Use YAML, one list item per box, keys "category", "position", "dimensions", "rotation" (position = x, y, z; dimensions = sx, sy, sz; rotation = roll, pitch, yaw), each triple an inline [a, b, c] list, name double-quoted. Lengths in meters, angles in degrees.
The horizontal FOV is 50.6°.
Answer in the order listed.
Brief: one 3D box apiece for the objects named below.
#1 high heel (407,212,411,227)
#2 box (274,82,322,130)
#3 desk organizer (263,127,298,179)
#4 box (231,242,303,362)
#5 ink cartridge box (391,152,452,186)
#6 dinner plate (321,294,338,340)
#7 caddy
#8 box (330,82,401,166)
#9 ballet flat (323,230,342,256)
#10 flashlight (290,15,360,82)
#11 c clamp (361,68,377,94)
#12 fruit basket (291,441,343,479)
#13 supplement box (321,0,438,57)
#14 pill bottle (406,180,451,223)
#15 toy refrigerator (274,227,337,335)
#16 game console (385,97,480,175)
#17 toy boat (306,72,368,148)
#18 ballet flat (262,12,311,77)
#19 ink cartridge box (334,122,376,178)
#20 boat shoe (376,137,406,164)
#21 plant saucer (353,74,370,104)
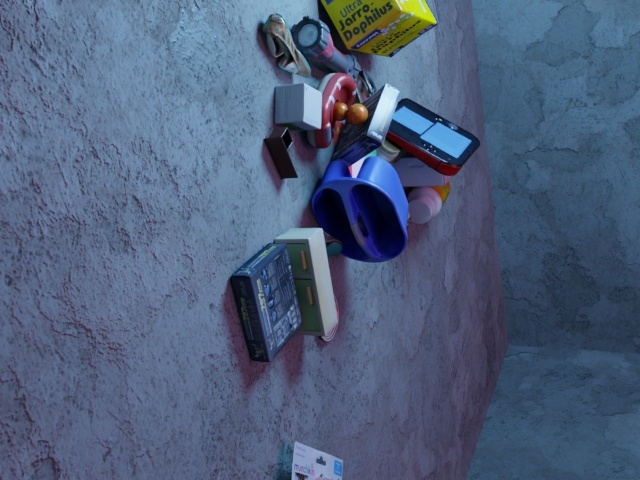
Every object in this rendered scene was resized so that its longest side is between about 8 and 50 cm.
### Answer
- category: "high heel"
  position: [0.229, -0.053, 2.342]
  dimensions: [0.186, 0.093, 0.261]
  rotation: [-55, 148, -23]
- category: "box"
  position: [-0.056, -0.341, 1.738]
  dimensions: [0.101, 0.087, 0.102]
  rotation: [8, 82, -63]
- category: "desk organizer"
  position: [-0.091, -0.219, 1.707]
  dimensions: [0.047, 0.050, 0.130]
  rotation: [-64, 144, -41]
- category: "box"
  position: [-0.123, 0.146, 1.628]
  dimensions: [0.183, 0.059, 0.232]
  rotation: [-46, 131, -55]
- category: "ink cartridge box"
  position: [0.398, -0.292, 2.522]
  dimensions: [0.273, 0.198, 0.115]
  rotation: [-41, 127, -56]
- category: "dinner plate"
  position: [0.018, 0.219, 1.957]
  dimensions: [0.141, 0.017, 0.141]
  rotation: [0, 90, -63]
- category: "caddy"
  position: [0.117, -0.075, 1.918]
  dimensions: [0.341, 0.241, 0.179]
  rotation: [62, 31, -42]
- category: "box"
  position: [0.126, -0.322, 1.945]
  dimensions: [0.056, 0.231, 0.183]
  rotation: [29, 66, -18]
- category: "ballet flat"
  position: [0.000, 0.000, 1.875]
  dimensions: [0.068, 0.072, 0.213]
  rotation: [63, 19, 16]
- category: "flashlight"
  position: [0.022, -0.531, 1.899]
  dimensions: [0.103, 0.103, 0.304]
  rotation: [-66, 158, 9]
- category: "c clamp"
  position: [0.179, -0.492, 2.236]
  dimensions: [0.161, 0.022, 0.137]
  rotation: [31, 42, -62]
- category: "fruit basket"
  position: [0.004, 0.731, 1.764]
  dimensions: [0.327, 0.165, 0.353]
  rotation: [46, 46, -54]
- category: "supplement box"
  position: [0.182, -0.694, 2.036]
  dimensions: [0.195, 0.194, 0.356]
  rotation: [61, 28, 4]
- category: "pill bottle"
  position: [0.411, -0.165, 2.616]
  dimensions: [0.245, 0.136, 0.136]
  rotation: [-52, 134, -51]
- category: "toy refrigerator"
  position: [-0.037, 0.109, 1.755]
  dimensions: [0.094, 0.102, 0.269]
  rotation: [-38, 124, -58]
- category: "game console"
  position: [0.378, -0.376, 2.382]
  dimensions: [0.060, 0.342, 0.386]
  rotation: [-59, 170, 32]
- category: "toy boat"
  position: [0.057, -0.356, 1.868]
  dimensions: [0.151, 0.151, 0.231]
  rotation: [86, 20, -52]
- category: "ballet flat"
  position: [-0.092, -0.477, 1.714]
  dimensions: [0.067, 0.073, 0.206]
  rotation: [-50, 137, -14]
- category: "ink cartridge box"
  position: [0.112, -0.278, 2.116]
  dimensions: [0.225, 0.056, 0.181]
  rotation: [-7, 95, -65]
- category: "boat shoe"
  position: [0.256, -0.329, 2.368]
  dimensions: [0.098, 0.109, 0.302]
  rotation: [-60, 172, 32]
- category: "plant saucer"
  position: [0.131, -0.441, 2.138]
  dimensions: [0.168, 0.029, 0.168]
  rotation: [-18, 90, -72]
